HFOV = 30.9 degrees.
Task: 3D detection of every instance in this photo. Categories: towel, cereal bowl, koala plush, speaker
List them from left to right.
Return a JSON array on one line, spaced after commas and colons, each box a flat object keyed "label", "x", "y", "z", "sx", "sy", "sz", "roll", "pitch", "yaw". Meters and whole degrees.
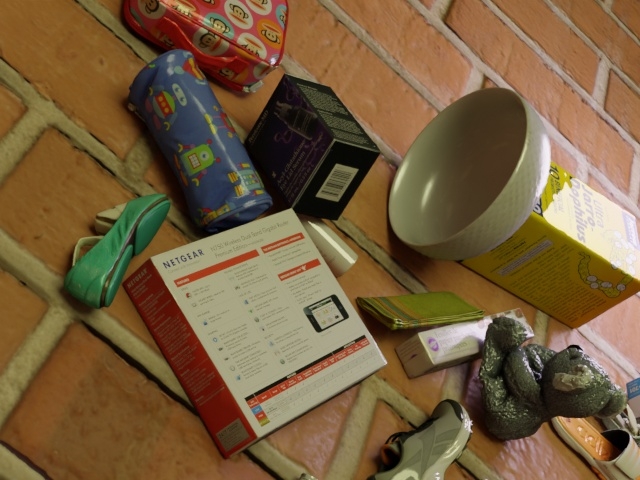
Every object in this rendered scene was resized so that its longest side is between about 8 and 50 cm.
[{"label": "speaker", "x": 0.000, "y": 0.000, "z": 1.973, "sx": 0.136, "sy": 0.055, "sz": 0.055, "roll": 44, "pitch": 39, "yaw": -8}, {"label": "towel", "x": 0.178, "y": 0.117, "z": 2.035, "sx": 0.237, "sy": 0.021, "sz": 0.102, "roll": -2, "pitch": 28, "yaw": -42}, {"label": "cereal bowl", "x": 0.291, "y": -0.105, "z": 2.125, "sx": 0.141, "sy": 0.339, "sz": 0.339, "roll": 33, "pitch": 41, "yaw": -30}, {"label": "koala plush", "x": 0.406, "y": 0.254, "z": 2.006, "sx": 0.196, "sy": 0.221, "sz": 0.203, "roll": 37, "pitch": 61, "yaw": -44}]

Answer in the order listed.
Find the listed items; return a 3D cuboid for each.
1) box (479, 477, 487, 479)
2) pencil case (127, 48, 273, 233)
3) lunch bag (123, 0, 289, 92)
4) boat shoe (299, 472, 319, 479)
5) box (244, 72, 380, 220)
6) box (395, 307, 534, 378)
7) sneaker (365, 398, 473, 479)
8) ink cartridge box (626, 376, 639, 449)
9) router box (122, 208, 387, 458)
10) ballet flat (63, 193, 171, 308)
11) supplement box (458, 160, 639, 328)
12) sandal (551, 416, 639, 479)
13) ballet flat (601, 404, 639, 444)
[{"label": "box", "x": 0.180, "y": 0.478, "z": 1.697, "sx": 0.127, "sy": 0.148, "sz": 0.232, "roll": 55, "pitch": 39, "yaw": 3}, {"label": "pencil case", "x": -0.199, "y": -0.153, "z": 1.846, "sx": 0.306, "sy": 0.133, "sz": 0.119, "roll": 60, "pitch": 3, "yaw": 10}, {"label": "lunch bag", "x": -0.196, "y": -0.398, "z": 2.041, "sx": 0.293, "sy": 0.120, "sz": 0.258, "roll": 28, "pitch": 44, "yaw": -27}, {"label": "boat shoe", "x": 0.005, "y": 0.380, "z": 1.699, "sx": 0.100, "sy": 0.035, "sz": 0.035, "roll": 38, "pitch": 67, "yaw": -22}, {"label": "box", "x": -0.017, "y": -0.159, "z": 1.958, "sx": 0.108, "sy": 0.153, "sz": 0.207, "roll": 11, "pitch": 31, "yaw": -39}, {"label": "box", "x": 0.265, "y": 0.182, "z": 2.084, "sx": 0.324, "sy": 0.067, "sz": 0.063, "roll": -7, "pitch": 65, "yaw": -48}, {"label": "sneaker", "x": 0.158, "y": 0.330, "z": 1.836, "sx": 0.108, "sy": 0.100, "sz": 0.271, "roll": 43, "pitch": 39, "yaw": -2}, {"label": "ink cartridge box", "x": 0.695, "y": 0.380, "z": 2.332, "sx": 0.139, "sy": 0.082, "sz": 0.191, "roll": 34, "pitch": 42, "yaw": -30}, {"label": "router box", "x": -0.089, "y": 0.128, "z": 1.761, "sx": 0.335, "sy": 0.082, "sz": 0.301, "roll": -21, "pitch": 76, "yaw": -50}, {"label": "ballet flat", "x": -0.297, "y": -0.001, "z": 1.663, "sx": 0.087, "sy": 0.083, "sz": 0.247, "roll": 21, "pitch": 40, "yaw": 4}, {"label": "supplement box", "x": 0.451, "y": -0.009, "z": 2.315, "sx": 0.356, "sy": 0.195, "sz": 0.194, "roll": 29, "pitch": 44, "yaw": -27}, {"label": "sandal", "x": 0.545, "y": 0.391, "z": 2.185, "sx": 0.265, "sy": 0.076, "sz": 0.102, "roll": 40, "pitch": 38, "yaw": -15}, {"label": "ballet flat", "x": 0.569, "y": 0.323, "z": 2.274, "sx": 0.188, "sy": 0.070, "sz": 0.070, "roll": 53, "pitch": 38, "yaw": 3}]
